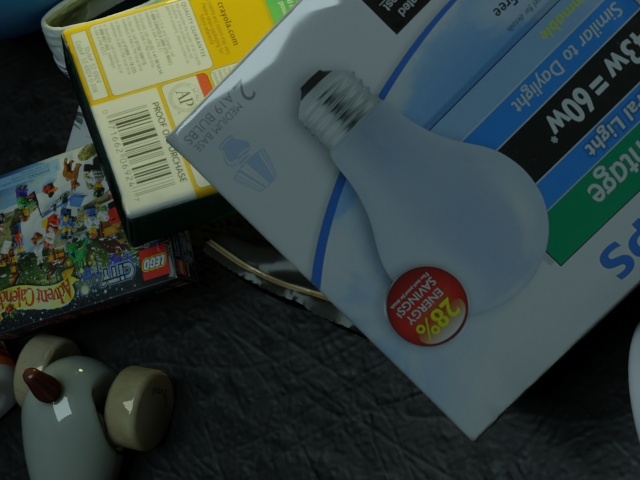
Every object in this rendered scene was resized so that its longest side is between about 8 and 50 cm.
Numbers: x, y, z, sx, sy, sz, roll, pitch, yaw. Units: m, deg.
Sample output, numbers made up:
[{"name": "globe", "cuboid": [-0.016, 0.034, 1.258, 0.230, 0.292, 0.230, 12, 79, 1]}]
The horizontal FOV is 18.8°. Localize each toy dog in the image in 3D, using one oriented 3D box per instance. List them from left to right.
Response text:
[{"name": "toy dog", "cuboid": [-0.261, 0.244, 1.871, 0.220, 0.161, 0.333, -12, 74, 25]}]

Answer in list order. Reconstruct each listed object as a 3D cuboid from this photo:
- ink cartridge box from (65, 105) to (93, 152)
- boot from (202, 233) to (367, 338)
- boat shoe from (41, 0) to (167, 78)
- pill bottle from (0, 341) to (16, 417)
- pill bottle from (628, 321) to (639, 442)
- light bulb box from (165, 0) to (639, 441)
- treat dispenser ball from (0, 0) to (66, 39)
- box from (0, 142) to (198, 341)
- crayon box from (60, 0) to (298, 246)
[{"name": "ink cartridge box", "cuboid": [-0.197, -0.101, 1.972, 0.104, 0.060, 0.180, 14, 86, 28]}, {"name": "boot", "cuboid": [0.000, 0.000, 1.852, 0.198, 0.077, 0.137, 24, 86, 16]}, {"name": "boat shoe", "cuboid": [-0.158, -0.253, 1.932, 0.258, 0.084, 0.095, -35, 50, -8]}, {"name": "pill bottle", "cuboid": [-0.405, 0.088, 2.001, 0.121, 0.121, 0.221, -39, 65, 14]}, {"name": "pill bottle", "cuboid": [0.407, 0.116, 1.563, 0.283, 0.160, 0.160, -12, 74, 24]}, {"name": "light bulb box", "cuboid": [0.130, -0.092, 1.634, 0.361, 0.225, 0.358, 44, 101, -2]}, {"name": "treat dispenser ball", "cuboid": [-0.343, -0.348, 1.972, 0.288, 0.288, 0.288, -6, 76, 26]}, {"name": "box", "cuboid": [-0.242, -0.006, 1.915, 0.233, 0.044, 0.159, -18, 75, 24]}, {"name": "crayon box", "cuboid": [-0.061, -0.142, 1.840, 0.323, 0.083, 0.203, -18, 71, -10]}]
